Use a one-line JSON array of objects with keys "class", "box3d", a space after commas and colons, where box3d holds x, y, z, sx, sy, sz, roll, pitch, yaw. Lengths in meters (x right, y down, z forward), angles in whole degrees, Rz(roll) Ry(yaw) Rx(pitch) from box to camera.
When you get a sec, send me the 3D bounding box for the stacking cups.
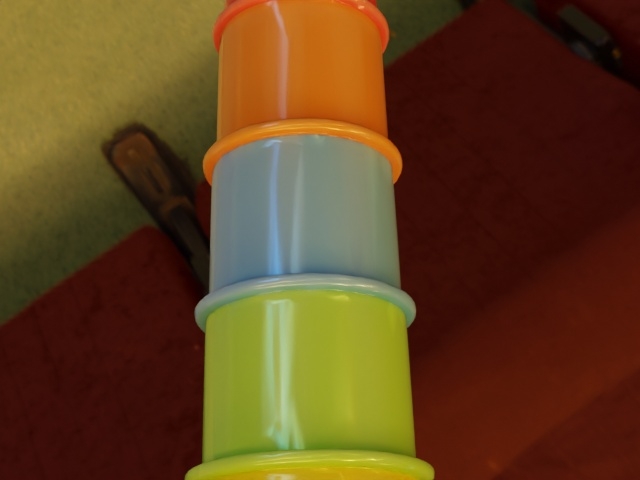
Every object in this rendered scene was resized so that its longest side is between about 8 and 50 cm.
[{"class": "stacking cups", "box3d": [0.000, 0.000, 0.461, 0.096, 0.316, 0.096, 1, 159, 0]}]
